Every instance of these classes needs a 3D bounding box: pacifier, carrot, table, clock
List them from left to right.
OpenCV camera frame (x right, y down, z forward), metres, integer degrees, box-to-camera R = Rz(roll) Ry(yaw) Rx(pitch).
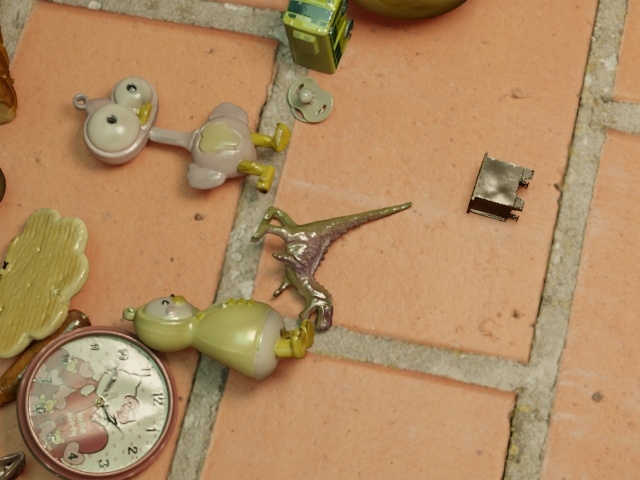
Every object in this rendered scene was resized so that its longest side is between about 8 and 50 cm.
[{"bbox_3d":[-0.455,0.199,1.933,0.248,0.059,0.059,-43,75,-5],"label":"carrot"},{"bbox_3d":[-0.338,0.249,1.889,0.244,0.056,0.244,3,75,-12],"label":"clock"},{"bbox_3d":[-0.023,-0.229,2.027,0.083,0.064,0.068,45,98,15],"label":"pacifier"},{"bbox_3d":[0.284,-0.080,1.956,0.082,0.070,0.083,18,74,5],"label":"table"}]

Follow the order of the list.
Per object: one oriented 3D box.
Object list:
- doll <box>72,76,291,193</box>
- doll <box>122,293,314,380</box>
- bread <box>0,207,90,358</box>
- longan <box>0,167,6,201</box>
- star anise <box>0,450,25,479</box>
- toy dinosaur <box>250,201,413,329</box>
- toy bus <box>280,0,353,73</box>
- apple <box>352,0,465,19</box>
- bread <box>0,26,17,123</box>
[{"bbox_3d":[-0.236,-0.172,2.011,0.365,0.094,0.160,18,72,9],"label":"doll"},{"bbox_3d":[-0.160,0.133,1.887,0.296,0.141,0.117,15,111,7],"label":"doll"},{"bbox_3d":[-0.444,0.072,1.945,0.181,0.039,0.251,18,73,33],"label":"bread"},{"bbox_3d":[-0.564,-0.090,2.013,0.119,0.106,0.106,3,67,49],"label":"longan"},{"bbox_3d":[-0.509,0.396,1.866,0.196,0.073,0.212,2,76,9],"label":"star anise"},{"bbox_3d":[-0.001,0.002,1.964,0.199,0.072,0.251,29,65,2],"label":"toy dinosaur"},{"bbox_3d":[-0.004,-0.345,2.004,0.088,0.175,0.101,20,78,10],"label":"toy bus"},{"bbox_3d":[0.139,-0.476,1.992,0.257,0.233,0.295,18,31,-18],"label":"apple"},{"bbox_3d":[-0.634,-0.335,2.000,0.207,0.279,0.279,-18,70,1],"label":"bread"}]
